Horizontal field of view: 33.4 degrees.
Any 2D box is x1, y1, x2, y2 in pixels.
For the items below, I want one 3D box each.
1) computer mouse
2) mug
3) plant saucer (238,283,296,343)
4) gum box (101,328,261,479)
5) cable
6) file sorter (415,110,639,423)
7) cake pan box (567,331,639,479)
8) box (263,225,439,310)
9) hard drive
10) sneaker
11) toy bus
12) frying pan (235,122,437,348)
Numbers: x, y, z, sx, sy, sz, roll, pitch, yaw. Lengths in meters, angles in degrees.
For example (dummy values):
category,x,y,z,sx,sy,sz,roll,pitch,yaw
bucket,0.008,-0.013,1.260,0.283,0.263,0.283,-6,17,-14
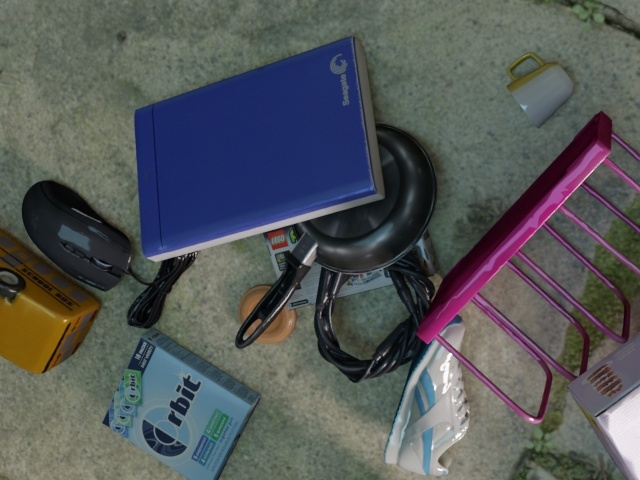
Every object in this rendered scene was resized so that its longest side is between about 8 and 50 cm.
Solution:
category,x,y,z,sx,sy,sz,roll,pitch,yaw
computer mouse,-0.298,-0.010,1.468,0.262,0.060,0.184,42,112,5
mug,0.256,-0.180,1.246,0.064,0.062,0.078,-37,96,14
plant saucer,-0.073,0.101,1.446,0.083,0.013,0.083,4,104,17
gum box,-0.198,0.239,1.504,0.184,0.041,0.157,31,111,10
cable,0.065,0.093,1.346,0.150,0.047,0.184,11,103,10
file sorter,0.283,0.033,1.214,0.182,0.202,0.291,41,112,2
cake pan box,0.433,0.171,1.167,0.267,0.070,0.246,-38,124,2
box,0.038,0.012,1.375,0.207,0.036,0.114,-14,98,21
hard drive,-0.085,-0.112,1.336,0.318,0.040,0.210,-15,68,21
sneaker,0.152,0.196,1.362,0.092,0.087,0.229,18,115,6
toy bus,-0.486,0.046,1.505,0.332,0.130,0.108,35,112,8
frying pan,-0.009,-0.026,1.326,0.326,0.053,0.197,-29,64,13
